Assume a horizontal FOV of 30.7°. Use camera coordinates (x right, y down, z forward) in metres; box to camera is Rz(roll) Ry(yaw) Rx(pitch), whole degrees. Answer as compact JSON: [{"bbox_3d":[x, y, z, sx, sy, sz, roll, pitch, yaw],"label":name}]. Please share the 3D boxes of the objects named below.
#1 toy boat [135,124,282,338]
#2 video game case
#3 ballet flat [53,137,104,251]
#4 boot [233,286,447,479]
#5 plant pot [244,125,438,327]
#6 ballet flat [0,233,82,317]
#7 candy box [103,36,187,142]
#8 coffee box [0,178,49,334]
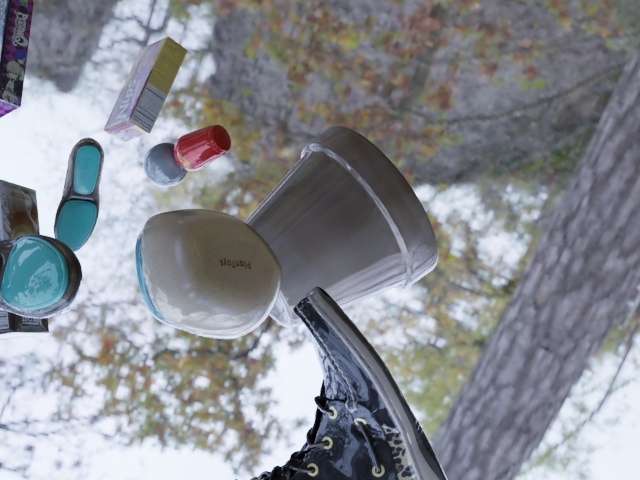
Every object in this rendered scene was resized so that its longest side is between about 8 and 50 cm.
[{"bbox_3d":[-0.179,-0.008,1.688,0.267,0.148,0.318,15,-120,-52],"label":"toy boat"},{"bbox_3d":[-0.479,-0.250,1.610,0.042,0.210,0.232,19,154,-41],"label":"video game case"},{"bbox_3d":[-0.406,-0.080,1.977,0.073,0.206,0.067,13,-160,-17],"label":"ballet flat"},{"bbox_3d":[-0.014,0.276,1.484,0.284,0.377,0.138,-29,-161,-2],"label":"boot"},{"bbox_3d":[0.000,0.000,2.078,0.280,0.323,0.323,-34,-133,-17],"label":"plant pot"},{"bbox_3d":[-0.344,0.042,1.349,0.280,0.095,0.096,6,168,40],"label":"ballet flat"},{"bbox_3d":[-0.325,-0.278,2.156,0.053,0.186,0.109,34,156,-29],"label":"candy box"},{"bbox_3d":[-0.522,0.035,1.891,0.098,0.246,0.141,-8,174,11],"label":"coffee box"}]
